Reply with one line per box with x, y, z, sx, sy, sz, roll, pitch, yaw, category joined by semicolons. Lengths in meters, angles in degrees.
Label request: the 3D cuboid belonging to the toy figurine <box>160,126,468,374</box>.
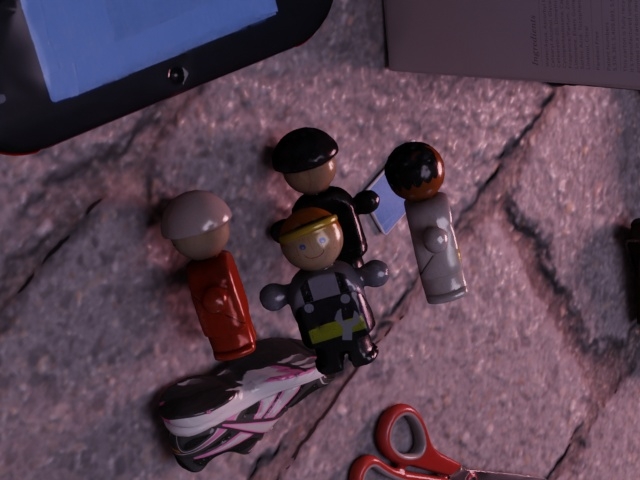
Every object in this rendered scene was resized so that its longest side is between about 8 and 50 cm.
0.000;0.000;1.218;0.213;0.209;0.148;-29;111;-36;toy figurine

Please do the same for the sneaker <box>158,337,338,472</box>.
-0.064;0.144;1.294;0.178;0.072;0.077;-18;122;-31;sneaker

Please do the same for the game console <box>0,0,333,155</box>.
-0.158;-0.273;1.121;0.386;0.060;0.342;-28;116;-37;game console

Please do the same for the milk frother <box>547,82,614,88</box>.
0.296;-0.230;1.495;0.129;0.135;0.143;-44;124;-29;milk frother

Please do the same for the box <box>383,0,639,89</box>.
0.247;-0.236;1.303;0.215;0.345;0.168;-17;109;-40;box

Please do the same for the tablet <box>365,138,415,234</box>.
0.074;-0.051;1.414;0.083;0.006;0.054;-48;127;-24;tablet

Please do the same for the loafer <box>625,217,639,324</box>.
0.397;0.068;1.683;0.078;0.080;0.220;-49;127;-25;loafer

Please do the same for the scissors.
0.136;0.253;1.525;0.297;0.021;0.109;31;75;-43;scissors
